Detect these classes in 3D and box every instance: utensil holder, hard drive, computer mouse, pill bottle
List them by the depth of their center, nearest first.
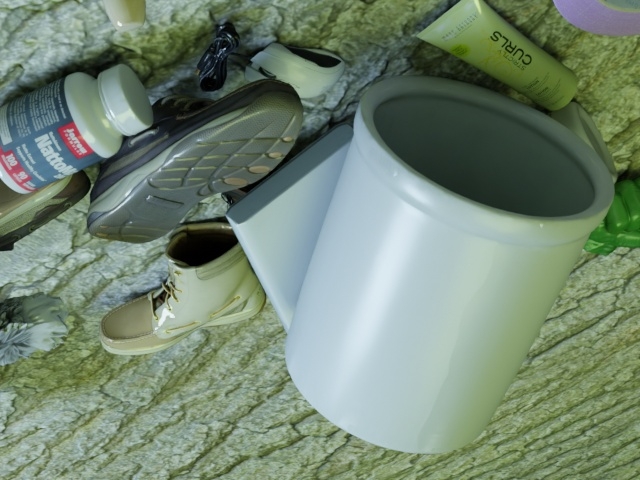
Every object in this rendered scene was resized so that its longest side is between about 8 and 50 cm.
[{"bbox_3d":[-0.295,-0.136,1.453,0.180,0.108,0.108,-23,148,13],"label":"pill bottle"},{"bbox_3d":[-0.052,-0.207,1.501,0.193,0.042,0.106,5,143,-29],"label":"computer mouse"},{"bbox_3d":[0.148,0.032,1.596,0.328,0.327,0.385,2,127,-25],"label":"utensil holder"},{"bbox_3d":[0.000,0.000,1.716,0.203,0.040,0.307,-38,143,-12],"label":"hard drive"},{"bbox_3d":[0.288,-0.087,1.744,0.229,0.131,0.131,-28,146,22],"label":"pill bottle"}]

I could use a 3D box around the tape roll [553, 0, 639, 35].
[{"bbox_3d":[0.380,-0.356,1.395,0.275,0.090,0.275,-11,148,-7],"label":"tape roll"}]

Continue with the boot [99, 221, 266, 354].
[{"bbox_3d":[-0.219,0.070,1.824,0.262,0.095,0.203,-15,149,-2],"label":"boot"}]

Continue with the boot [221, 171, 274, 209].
[{"bbox_3d":[-0.110,-0.057,1.679,0.219,0.082,0.106,14,136,-41],"label":"boot"}]

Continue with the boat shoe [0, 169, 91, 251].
[{"bbox_3d":[-0.423,-0.026,1.586,0.285,0.103,0.092,-29,141,13],"label":"boat shoe"}]

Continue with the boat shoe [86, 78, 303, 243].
[{"bbox_3d":[-0.170,-0.118,1.503,0.355,0.130,0.132,-28,151,34],"label":"boat shoe"}]

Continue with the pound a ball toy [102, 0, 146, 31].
[{"bbox_3d":[-0.129,-0.343,1.201,0.319,0.135,0.208,-25,173,17],"label":"pound a ball toy"}]

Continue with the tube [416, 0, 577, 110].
[{"bbox_3d":[0.232,-0.234,1.562,0.240,0.062,0.070,25,91,-40],"label":"tube"}]

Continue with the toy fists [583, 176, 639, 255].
[{"bbox_3d":[0.537,-0.031,1.973,0.279,0.096,0.142,8,141,-30],"label":"toy fists"}]

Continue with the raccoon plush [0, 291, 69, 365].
[{"bbox_3d":[-0.572,0.093,1.578,0.446,0.299,0.216,-13,143,-22],"label":"raccoon plush"}]
